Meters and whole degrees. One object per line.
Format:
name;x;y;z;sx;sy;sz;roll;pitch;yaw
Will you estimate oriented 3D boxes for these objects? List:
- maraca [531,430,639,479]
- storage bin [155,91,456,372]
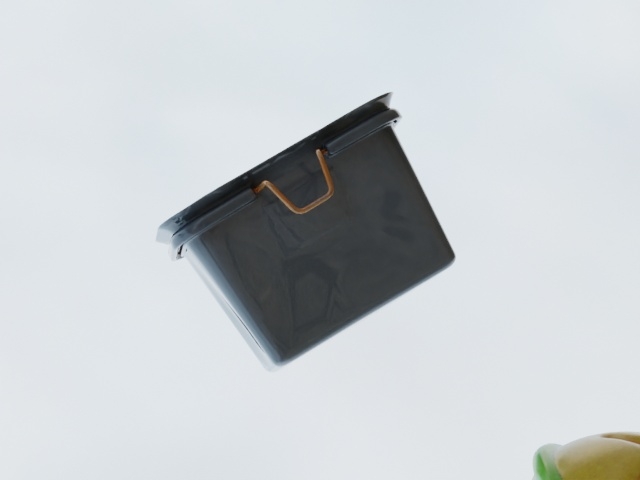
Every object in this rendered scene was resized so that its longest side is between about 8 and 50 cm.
maraca;0.163;0.150;0.782;0.185;0.099;0.127;35;-163;-21
storage bin;0.000;0.000;0.889;0.135;0.098;0.091;-31;-94;-10
